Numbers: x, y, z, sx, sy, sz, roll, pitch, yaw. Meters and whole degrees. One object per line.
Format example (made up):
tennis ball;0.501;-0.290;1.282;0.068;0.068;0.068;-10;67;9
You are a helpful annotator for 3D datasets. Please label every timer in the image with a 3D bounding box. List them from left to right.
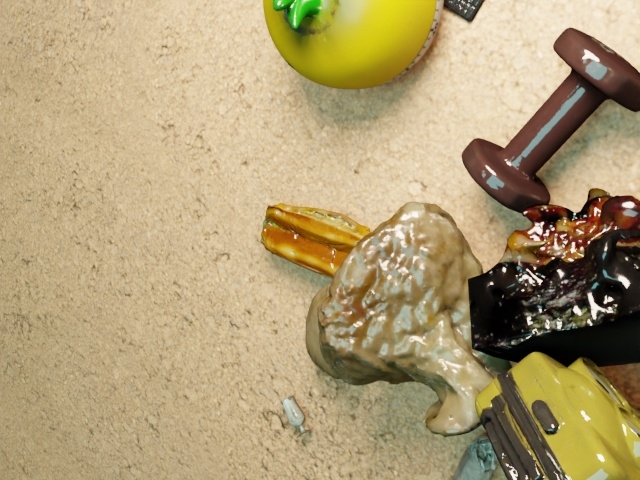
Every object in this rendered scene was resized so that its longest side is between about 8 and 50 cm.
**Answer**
timer;0.018;-0.344;0.835;0.285;0.285;0.285;9;106;33

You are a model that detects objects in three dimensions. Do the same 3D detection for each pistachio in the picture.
pistachio;0.024;0.158;1.047;0.108;0.126;0.186;-1;113;8

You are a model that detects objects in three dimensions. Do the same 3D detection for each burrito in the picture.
burrito;0.252;0.410;0.988;0.064;0.064;0.203;26;117;27

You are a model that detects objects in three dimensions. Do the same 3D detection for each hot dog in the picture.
hot dog;0.000;0.000;1.058;0.269;0.072;0.115;24;114;30

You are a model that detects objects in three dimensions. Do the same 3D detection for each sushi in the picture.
sushi;0.346;0.048;0.747;0.227;0.215;0.212;-30;48;50

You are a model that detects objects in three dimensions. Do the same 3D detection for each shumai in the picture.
shumai;0.160;0.124;0.828;0.262;0.267;0.314;40;125;46

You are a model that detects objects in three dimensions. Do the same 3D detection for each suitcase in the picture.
suitcase;0.307;0.244;0.674;0.143;0.235;0.194;-46;30;20

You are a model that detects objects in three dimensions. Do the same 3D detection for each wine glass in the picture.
wine glass;-0.052;0.358;1.200;0.039;0.042;0.083;-30;78;-2

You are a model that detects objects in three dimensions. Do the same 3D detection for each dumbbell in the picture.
dumbbell;0.303;-0.150;0.774;0.225;0.140;0.124;-54;39;32

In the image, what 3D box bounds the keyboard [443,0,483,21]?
keyboard;0.162;-0.408;0.889;0.204;0.013;0.061;42;121;20
